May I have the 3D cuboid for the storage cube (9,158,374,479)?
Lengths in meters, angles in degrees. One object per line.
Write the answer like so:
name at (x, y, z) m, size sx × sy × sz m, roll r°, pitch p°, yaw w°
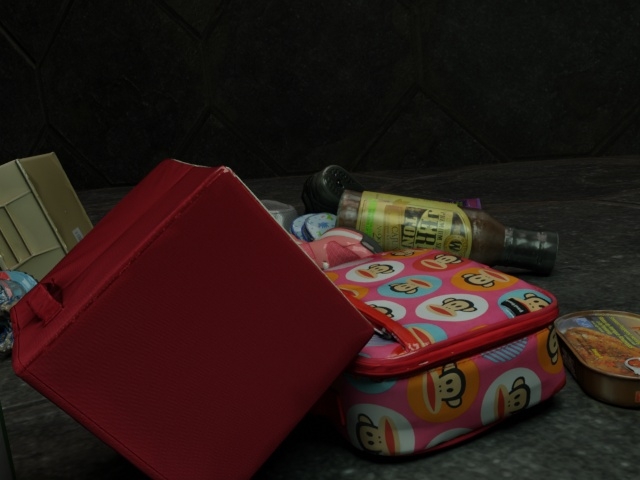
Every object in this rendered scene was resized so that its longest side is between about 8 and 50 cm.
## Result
storage cube at (-0.109, 0.067, 0.549) m, size 0.193 × 0.215 × 0.183 m, roll -48°, pitch 24°, yaw -12°

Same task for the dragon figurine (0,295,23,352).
dragon figurine at (-0.354, 0.090, 1.010) m, size 0.144 × 0.085 × 0.289 m, roll -1°, pitch 14°, yaw 23°

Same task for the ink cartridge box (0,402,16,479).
ink cartridge box at (-0.415, 0.128, 0.550) m, size 0.278 × 0.201 × 0.117 m, roll -2°, pitch 12°, yaw 21°

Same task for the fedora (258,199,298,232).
fedora at (-0.125, -0.008, 1.287) m, size 0.275 × 0.124 × 0.243 m, roll 1°, pitch 14°, yaw 33°

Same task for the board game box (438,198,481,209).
board game box at (0.248, -0.037, 1.445) m, size 0.208 × 0.056 × 0.347 m, roll -8°, pitch 11°, yaw 14°

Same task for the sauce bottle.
sauce bottle at (0.196, -0.009, 1.061) m, size 0.344 × 0.111 × 0.111 m, roll 7°, pitch 13°, yaw 8°

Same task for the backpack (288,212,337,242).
backpack at (0.000, 0.000, 1.170) m, size 0.105 × 0.084 × 0.114 m, roll -14°, pitch 48°, yaw -37°

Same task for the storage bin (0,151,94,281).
storage bin at (-0.563, -0.035, 1.333) m, size 0.123 × 0.260 × 0.262 m, roll -24°, pitch 12°, yaw -3°

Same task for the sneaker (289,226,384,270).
sneaker at (-0.035, 0.058, 1.037) m, size 0.313 × 0.116 × 0.136 m, roll 4°, pitch 35°, yaw 37°

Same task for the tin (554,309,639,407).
tin at (0.303, 0.115, 0.673) m, size 0.106 × 0.040 × 0.190 m, roll -9°, pitch 11°, yaw 6°

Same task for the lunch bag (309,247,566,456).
lunch bag at (0.065, 0.103, 0.677) m, size 0.258 × 0.120 × 0.293 m, roll -15°, pitch 15°, yaw -21°

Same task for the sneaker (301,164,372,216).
sneaker at (0.054, -0.047, 1.255) m, size 0.130 × 0.227 × 0.087 m, roll -12°, pitch 46°, yaw 56°

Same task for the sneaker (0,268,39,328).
sneaker at (-0.576, 0.094, 1.067) m, size 0.261 × 0.104 × 0.125 m, roll -1°, pitch 14°, yaw 24°
